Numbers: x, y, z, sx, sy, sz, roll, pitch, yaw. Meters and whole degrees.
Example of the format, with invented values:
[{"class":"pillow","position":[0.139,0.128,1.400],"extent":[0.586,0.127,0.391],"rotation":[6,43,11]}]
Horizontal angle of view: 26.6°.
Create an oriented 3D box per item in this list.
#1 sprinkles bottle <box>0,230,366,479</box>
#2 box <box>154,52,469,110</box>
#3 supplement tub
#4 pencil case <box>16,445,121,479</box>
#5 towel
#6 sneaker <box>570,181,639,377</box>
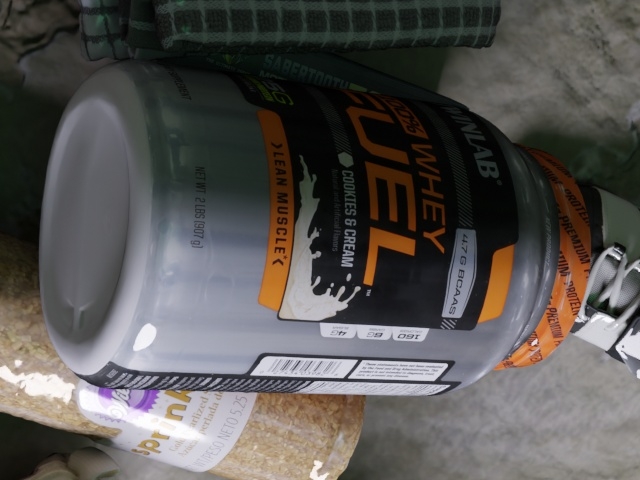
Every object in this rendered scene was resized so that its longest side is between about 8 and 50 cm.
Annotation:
[{"class":"sprinkles bottle","position":[-0.143,0.079,0.926],"extent":[0.355,0.121,0.121],"rotation":[21,96,-27]},{"class":"box","position":[-0.029,-0.051,0.970],"extent":[0.232,0.059,0.183],"rotation":[17,98,-25]},{"class":"supplement tub","position":[0.000,0.000,0.847],"extent":[0.316,0.193,0.194],"rotation":[4,103,-30]},{"class":"pencil case","position":[-0.313,0.274,0.890],"extent":[0.410,0.160,0.184],"rotation":[-20,126,-16]},{"class":"towel","position":[-0.008,-0.228,0.828],"extent":[0.283,0.121,0.235],"rotation":[-8,107,-32]},{"class":"sneaker","position":[0.280,0.052,1.082],"extent":[0.330,0.146,0.122],"rotation":[23,96,-25]}]
